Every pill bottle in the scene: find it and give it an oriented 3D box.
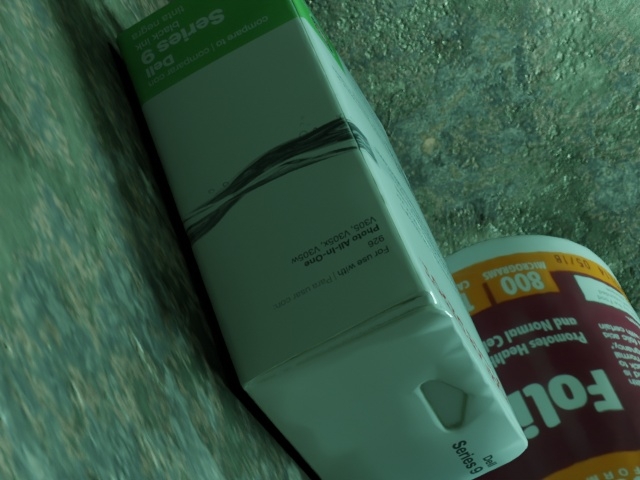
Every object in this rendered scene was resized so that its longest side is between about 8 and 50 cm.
[{"bbox_3d":[0.182,0.202,1.258,0.224,0.224,0.392,56,8,-46],"label":"pill bottle"}]

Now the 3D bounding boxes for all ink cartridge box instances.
[{"bbox_3d":[0.000,0.000,1.082,0.211,0.121,0.289,55,10,-51],"label":"ink cartridge box"}]
